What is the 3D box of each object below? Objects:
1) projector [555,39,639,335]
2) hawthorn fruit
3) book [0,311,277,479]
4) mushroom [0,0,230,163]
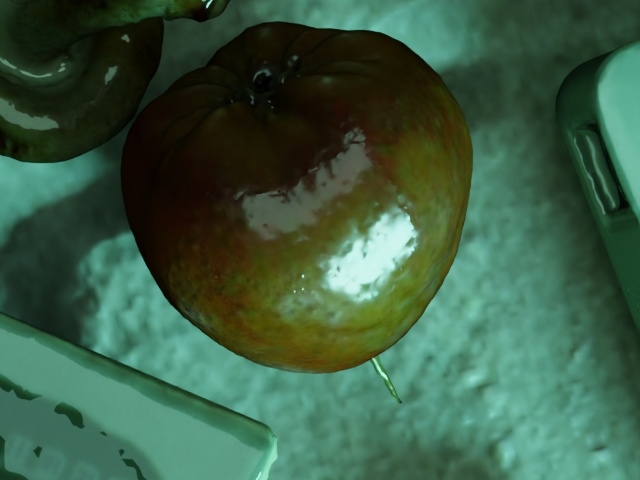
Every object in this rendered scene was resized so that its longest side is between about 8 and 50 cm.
[{"bbox_3d":[0.247,0.012,0.740,0.259,0.079,0.257,-22,92,-11],"label":"projector"},{"bbox_3d":[-0.009,-0.012,0.679,0.125,0.140,0.125,2,57,-3],"label":"hawthorn fruit"},{"bbox_3d":[-0.200,0.184,0.639,0.260,0.043,0.371,23,87,-2],"label":"book"},{"bbox_3d":[-0.081,-0.072,0.679,0.129,0.073,0.088,-5,71,22],"label":"mushroom"}]
